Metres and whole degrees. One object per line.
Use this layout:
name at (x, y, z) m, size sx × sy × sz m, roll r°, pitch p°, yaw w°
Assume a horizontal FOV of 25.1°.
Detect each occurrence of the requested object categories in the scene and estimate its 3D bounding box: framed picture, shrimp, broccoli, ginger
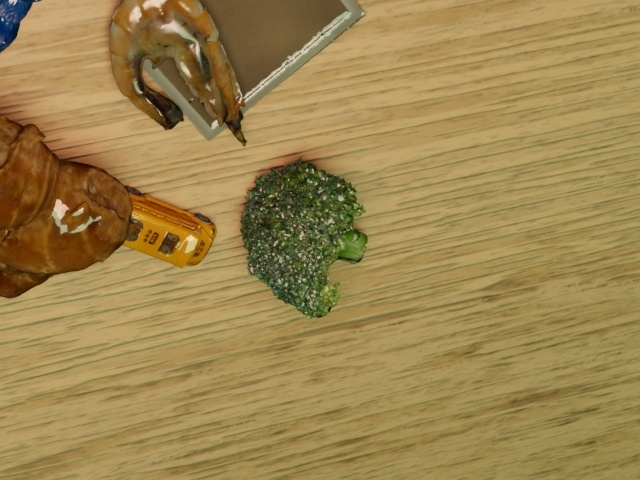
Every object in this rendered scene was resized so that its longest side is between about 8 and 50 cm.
framed picture at (-0.104, -0.285, 1.857) m, size 0.274 × 0.017 × 0.217 m, roll -37°, pitch 123°, yaw 3°
shrimp at (-0.183, -0.204, 1.829) m, size 0.145 × 0.059 × 0.254 m, roll -22°, pitch 121°, yaw -4°
broccoli at (0.000, 0.000, 1.974) m, size 0.194 × 0.194 × 0.220 m, roll 2°, pitch 78°, yaw -20°
ginger at (-0.426, -0.047, 1.787) m, size 0.274 × 0.152 × 0.357 m, roll -26°, pitch 140°, yaw 36°

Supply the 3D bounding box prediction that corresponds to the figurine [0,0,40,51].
figurine at (-0.438, -0.247, 1.708) m, size 0.262 × 0.120 × 0.164 m, roll -31°, pitch 88°, yaw 20°

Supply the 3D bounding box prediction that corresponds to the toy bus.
toy bus at (-0.215, -0.012, 1.930) m, size 0.162 × 0.074 × 0.070 m, roll 22°, pitch 107°, yaw -26°
